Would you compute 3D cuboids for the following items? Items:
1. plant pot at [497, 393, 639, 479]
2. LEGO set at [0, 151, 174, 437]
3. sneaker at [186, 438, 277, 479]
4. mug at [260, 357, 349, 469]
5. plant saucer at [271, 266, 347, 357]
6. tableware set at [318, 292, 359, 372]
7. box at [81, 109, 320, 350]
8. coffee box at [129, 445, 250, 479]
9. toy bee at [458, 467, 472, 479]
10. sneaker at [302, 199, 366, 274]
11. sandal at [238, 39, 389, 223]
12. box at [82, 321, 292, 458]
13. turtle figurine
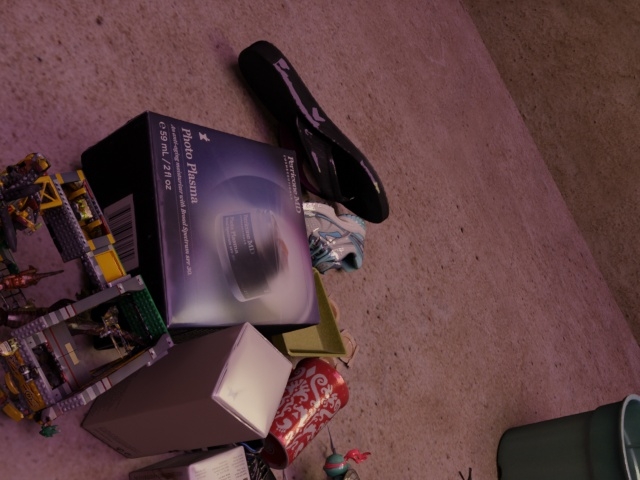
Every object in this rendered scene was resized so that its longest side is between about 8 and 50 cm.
[{"bbox_3d":[0.646,0.573,1.545,0.341,0.334,0.341,23,57,-42],"label":"plant pot"},{"bbox_3d":[-0.337,0.074,0.692,0.192,0.254,0.331,-32,106,-68],"label":"LEGO set"},{"bbox_3d":[-0.110,0.333,0.940,0.217,0.121,0.079,50,43,-22],"label":"sneaker"},{"bbox_3d":[-0.057,0.287,1.062,0.169,0.150,0.113,-41,141,-46],"label":"mug"},{"bbox_3d":[-0.044,0.130,1.133,0.188,0.045,0.188,16,48,-54],"label":"plant saucer"},{"bbox_3d":[0.016,0.191,1.235,0.141,0.020,0.169,-38,103,-50],"label":"tableware set"},{"bbox_3d":[-0.172,-0.002,0.941,0.294,0.182,0.296,7,70,-50],"label":"box"},{"bbox_3d":[-0.155,0.415,0.834,0.098,0.141,0.247,-3,75,-50],"label":"coffee box"},{"bbox_3d":[0.210,0.595,1.193,0.195,0.162,0.298,71,20,-61],"label":"toy bee"},{"bbox_3d":[0.000,0.000,1.238,0.283,0.110,0.122,12,68,-46],"label":"sneaker"},{"bbox_3d":[-0.031,-0.192,1.282,0.107,0.167,0.446,-44,102,-23],"label":"sandal"},{"bbox_3d":[-0.175,0.199,0.802,0.094,0.275,0.113,48,43,-26],"label":"box"},{"bbox_3d":[0.026,0.445,1.060,0.175,0.118,0.234,-13,91,-47],"label":"turtle figurine"}]
